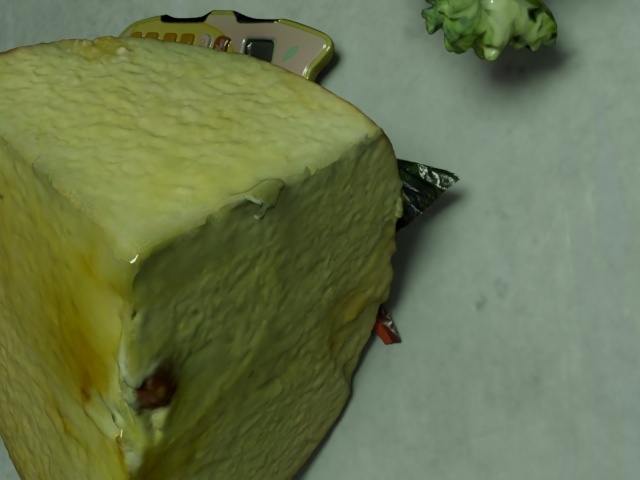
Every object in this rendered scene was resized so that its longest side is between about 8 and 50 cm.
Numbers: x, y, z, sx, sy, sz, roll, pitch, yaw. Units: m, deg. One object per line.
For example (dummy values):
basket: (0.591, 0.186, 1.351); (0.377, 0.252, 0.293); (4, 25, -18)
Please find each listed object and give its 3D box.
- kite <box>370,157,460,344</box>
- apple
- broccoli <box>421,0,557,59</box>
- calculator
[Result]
kite: (0.000, 0.000, 0.734); (0.232, 0.009, 0.189); (-36, 84, 27)
apple: (-0.107, 0.049, 0.646); (0.314, 0.309, 0.252); (5, 42, -4)
broccoli: (0.157, -0.239, 0.606); (0.243, 0.247, 0.263); (21, 73, -15)
calculator: (-0.097, -0.112, 0.812); (0.236, 0.033, 0.157); (10, 87, 29)
